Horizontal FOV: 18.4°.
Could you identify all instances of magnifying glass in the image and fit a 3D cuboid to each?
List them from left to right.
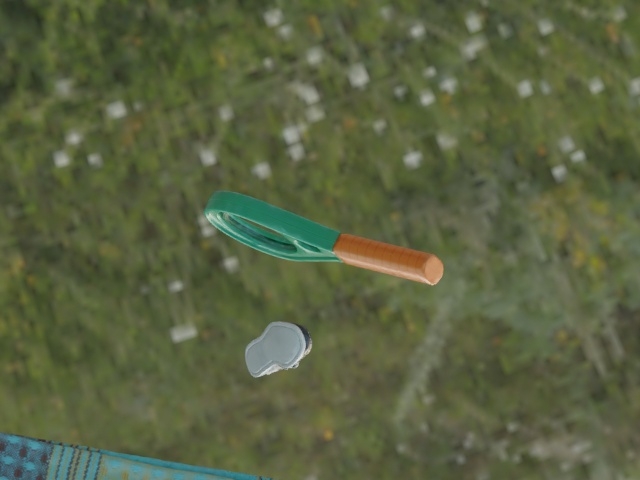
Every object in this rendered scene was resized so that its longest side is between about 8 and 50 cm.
[{"bbox_3d":[0.000,0.000,1.627,0.231,0.026,0.092,16,163,37],"label":"magnifying glass"}]

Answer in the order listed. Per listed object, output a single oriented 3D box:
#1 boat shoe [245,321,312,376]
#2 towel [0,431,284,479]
[{"bbox_3d":[-0.033,0.102,1.890,0.038,0.046,0.125,-13,167,-27],"label":"boat shoe"},{"bbox_3d":[-0.070,0.266,1.307,0.370,0.271,0.040,12,139,-11],"label":"towel"}]
